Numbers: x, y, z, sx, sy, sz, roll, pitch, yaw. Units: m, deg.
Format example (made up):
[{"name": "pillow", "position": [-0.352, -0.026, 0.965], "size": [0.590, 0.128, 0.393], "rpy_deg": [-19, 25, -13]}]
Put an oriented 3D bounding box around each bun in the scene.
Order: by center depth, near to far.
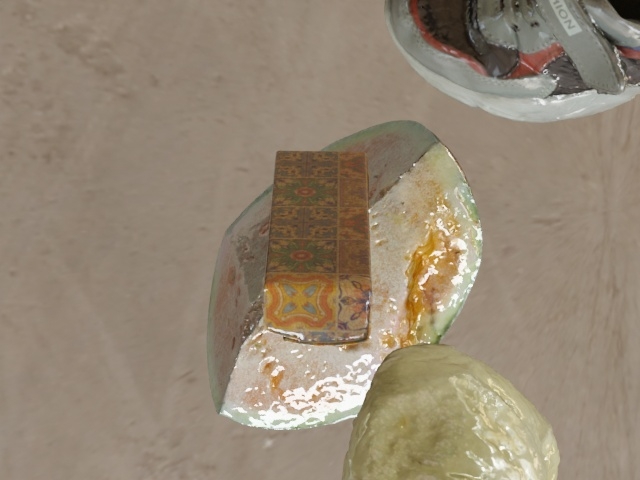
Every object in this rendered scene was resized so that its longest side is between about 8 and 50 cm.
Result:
[{"name": "bun", "position": [0.102, 0.185, 1.059], "size": [0.134, 0.220, 0.220], "rpy_deg": [0, 91, 24]}]

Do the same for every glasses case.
[{"name": "glasses case", "position": [0.000, 0.000, 1.087], "size": [0.075, 0.218, 0.049], "rpy_deg": [0, 118, 1]}]

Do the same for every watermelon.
[{"name": "watermelon", "position": [0.028, 0.033, 1.406], "size": [0.322, 0.188, 0.175], "rpy_deg": [-40, 117, 13]}]

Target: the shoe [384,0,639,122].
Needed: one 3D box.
[{"name": "shoe", "position": [0.120, -0.110, 0.648], "size": [0.227, 0.125, 0.099], "rpy_deg": [-1, 86, 28]}]
